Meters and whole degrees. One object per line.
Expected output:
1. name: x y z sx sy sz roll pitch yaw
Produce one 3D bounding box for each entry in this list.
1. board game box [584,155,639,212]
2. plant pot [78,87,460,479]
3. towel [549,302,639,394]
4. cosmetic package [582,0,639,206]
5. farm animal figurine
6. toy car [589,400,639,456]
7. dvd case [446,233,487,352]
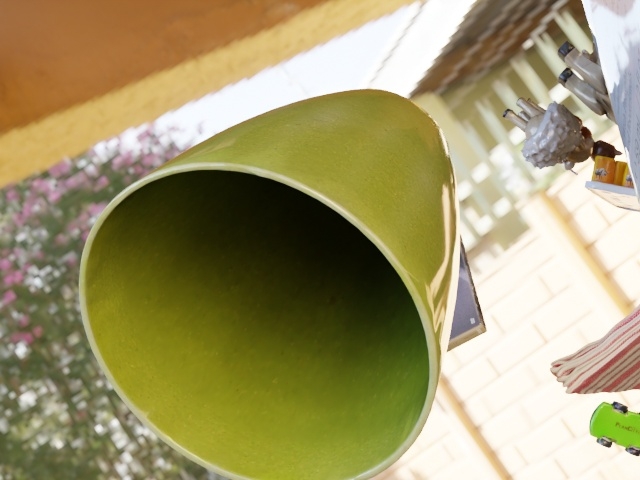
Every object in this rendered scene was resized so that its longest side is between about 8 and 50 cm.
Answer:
1. board game box: 0.599 -0.046 1.881 0.390 0.389 0.050 8 -87 -70
2. plant pot: 0.000 0.000 1.046 0.275 0.275 0.293 -42 7 36
3. towel: 0.291 0.075 1.096 0.197 0.029 0.144 5 -42 -49
4. cosmetic package: 0.428 -0.288 1.263 0.327 0.394 0.329 -10 -36 6
5. farm animal figurine: 0.431 -0.208 1.771 0.330 0.172 0.326 -50 -18 14
6. toy car: 0.454 0.261 1.751 0.053 0.225 0.239 -140 70 -78
7. dvd case: 0.062 0.087 1.385 0.221 0.018 0.164 -30 35 16
